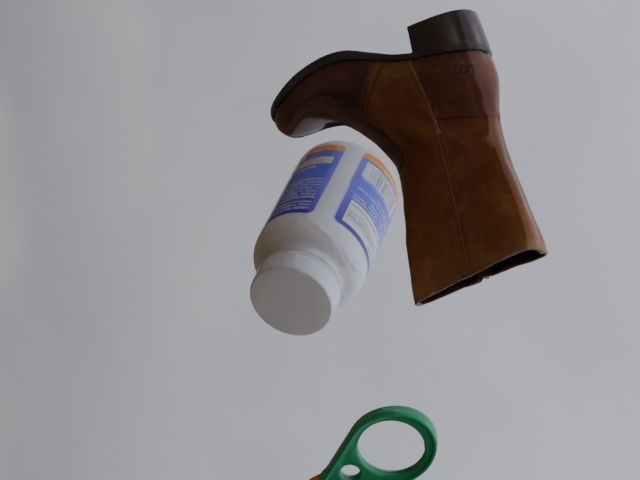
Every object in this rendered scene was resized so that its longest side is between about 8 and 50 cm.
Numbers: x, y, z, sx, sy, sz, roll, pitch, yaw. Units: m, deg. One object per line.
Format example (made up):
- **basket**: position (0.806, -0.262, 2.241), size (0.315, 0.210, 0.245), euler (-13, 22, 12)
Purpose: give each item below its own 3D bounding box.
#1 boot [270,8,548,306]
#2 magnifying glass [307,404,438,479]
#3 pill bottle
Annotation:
- **boot**: position (0.086, -0.066, 1.903), size (0.096, 0.264, 0.280), euler (26, 49, -65)
- **magnifying glass**: position (0.025, 0.252, 1.988), size (0.092, 0.231, 0.026), euler (49, 20, -22)
- **pill bottle**: position (0.000, 0.000, 2.424), size (0.272, 0.152, 0.152), euler (-63, 167, -49)
